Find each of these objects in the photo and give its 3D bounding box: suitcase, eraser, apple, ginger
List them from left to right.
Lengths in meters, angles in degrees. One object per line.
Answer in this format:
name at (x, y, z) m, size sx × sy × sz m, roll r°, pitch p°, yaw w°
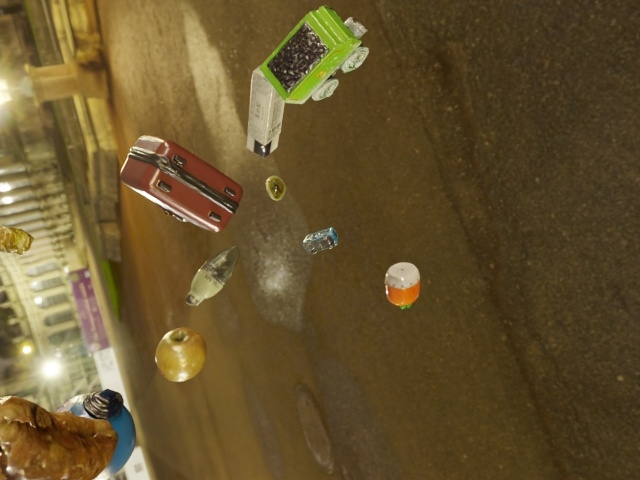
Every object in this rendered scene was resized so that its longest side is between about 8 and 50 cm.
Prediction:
ginger at (-0.518, 0.384, 1.153) m, size 0.165 × 0.172 × 0.321 m, roll 48°, pitch 179°, yaw 31°
apple at (-0.484, 0.400, 2.187) m, size 0.182 × 0.182 × 0.155 m, roll 43°, pitch 141°, yaw 54°
suitcase at (-0.387, -0.158, 1.755) m, size 0.236 × 0.297 × 0.161 m, roll 20°, pitch 81°, yaw 53°
eraser at (-0.198, -0.472, 2.301) m, size 0.096 × 0.098 × 0.404 m, roll 36°, pitch 149°, yaw 11°

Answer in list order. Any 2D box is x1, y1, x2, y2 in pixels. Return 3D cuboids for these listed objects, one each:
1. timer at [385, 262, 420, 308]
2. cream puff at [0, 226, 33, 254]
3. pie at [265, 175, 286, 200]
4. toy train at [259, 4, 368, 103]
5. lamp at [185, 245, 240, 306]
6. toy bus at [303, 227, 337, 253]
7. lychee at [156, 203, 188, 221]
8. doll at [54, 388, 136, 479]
timer at (0.231, 0.134, 1.745) m, size 0.099 × 0.136 × 0.136 m, roll 0°, pitch 108°, yaw 29°
cream puff at (-0.682, -0.002, 1.391) m, size 0.083 × 0.083 × 0.058 m, roll -103°, pitch 38°, yaw -76°
pie at (-0.148, -0.173, 2.079) m, size 0.021 × 0.084 × 0.084 m, roll -16°, pitch 90°, yaw 46°
toy train at (-0.011, -0.541, 1.852) m, size 0.307 × 0.249 × 0.173 m, roll -41°, pitch 79°, yaw 25°
lamp at (-0.357, 0.116, 2.091) m, size 0.101 × 0.250 × 0.101 m, roll 36°, pitch 168°, yaw 9°
toy bus at (0.000, 0.000, 1.570) m, size 0.038 × 0.083 × 0.046 m, roll 56°, pitch -152°, yaw -32°
lychee at (-0.489, -0.162, 2.214) m, size 0.194 × 0.194 × 0.195 m, roll 49°, pitch 148°, yaw 48°
doll at (-0.618, 0.527, 1.629) m, size 0.310 × 0.240 × 0.284 m, roll -42°, pitch -23°, yaw -80°
